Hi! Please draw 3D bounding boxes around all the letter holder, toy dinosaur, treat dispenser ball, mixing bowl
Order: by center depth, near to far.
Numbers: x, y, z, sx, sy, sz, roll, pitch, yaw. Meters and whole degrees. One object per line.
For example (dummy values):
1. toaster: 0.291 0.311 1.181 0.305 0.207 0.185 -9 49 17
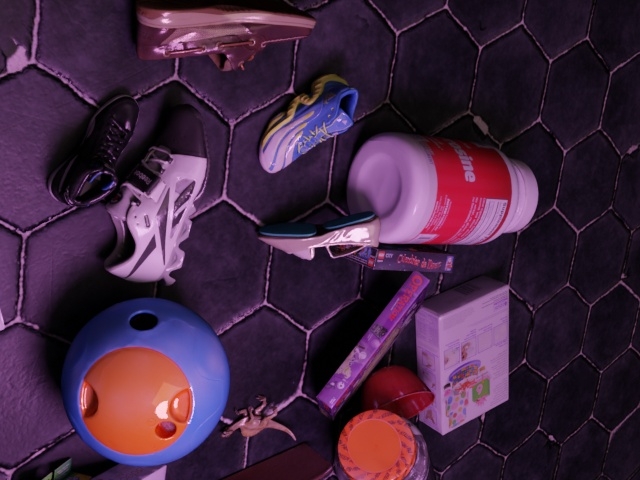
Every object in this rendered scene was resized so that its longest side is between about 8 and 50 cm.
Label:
1. treat dispenser ball: -0.301 0.244 1.536 0.288 0.288 0.288 -13 113 -34
2. letter holder: -0.091 0.587 1.864 0.301 0.214 0.152 -16 115 -33
3. toy dinosaur: -0.128 0.382 1.885 0.183 0.053 0.093 7 116 -32
4. mixing bowl: 0.161 0.351 2.038 0.181 0.098 0.181 -19 151 -11

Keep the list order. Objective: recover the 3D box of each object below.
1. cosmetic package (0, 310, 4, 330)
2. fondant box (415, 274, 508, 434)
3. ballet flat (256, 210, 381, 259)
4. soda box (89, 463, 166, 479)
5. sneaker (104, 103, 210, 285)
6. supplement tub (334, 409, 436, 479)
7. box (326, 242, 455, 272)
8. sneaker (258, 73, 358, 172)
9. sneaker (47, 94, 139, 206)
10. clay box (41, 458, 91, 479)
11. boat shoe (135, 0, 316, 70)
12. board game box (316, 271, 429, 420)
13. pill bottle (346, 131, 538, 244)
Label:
1. cosmetic package: -0.602 0.077 1.333 0.183 0.151 0.152 -21 117 -30
2. fondant box: 0.353 0.281 2.189 0.238 0.096 0.331 -19 115 -32
3. ballet flat: 0.000 0.000 1.765 0.248 0.086 0.086 -7 114 1
4. soda box: -0.378 0.470 1.635 0.216 0.073 0.069 -17 118 -64
5. sneaker: -0.292 -0.081 1.542 0.146 0.122 0.331 7 100 -41
6. supplement tub: 0.147 0.512 1.968 0.207 0.207 0.338 -46 150 -17
7. box: 0.152 0.025 1.903 0.233 0.159 0.044 4 102 -38
8. sneaker: -0.016 -0.224 1.708 0.240 0.126 0.091 -54 129 -11
9. sneaker: -0.352 -0.142 1.475 0.079 0.121 0.217 42 78 -40
10. clay box: -0.470 0.526 1.616 0.127 0.053 0.222 -36 132 -64
11. boat shoe: -0.166 -0.361 1.562 0.341 0.123 0.123 -10 125 -36
12. board game box: 0.115 0.235 1.945 0.347 0.056 0.208 -51 162 -13
13. pill bottle: 0.275 -0.105 1.910 0.407 0.229 0.229 1 104 -39
